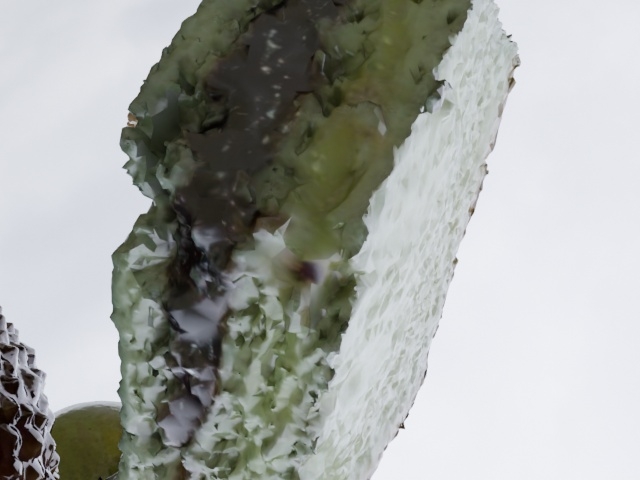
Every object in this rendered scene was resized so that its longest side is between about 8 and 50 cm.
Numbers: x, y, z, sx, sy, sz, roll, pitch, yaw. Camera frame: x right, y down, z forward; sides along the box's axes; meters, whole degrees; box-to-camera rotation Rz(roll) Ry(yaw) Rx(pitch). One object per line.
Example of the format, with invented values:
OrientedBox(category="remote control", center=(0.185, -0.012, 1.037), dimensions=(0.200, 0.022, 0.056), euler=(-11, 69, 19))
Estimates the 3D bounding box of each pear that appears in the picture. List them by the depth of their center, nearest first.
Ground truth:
OrientedBox(category="pear", center=(-0.208, 0.252, 0.799), dimensions=(0.212, 0.212, 0.269), euler=(-49, -175, -30))

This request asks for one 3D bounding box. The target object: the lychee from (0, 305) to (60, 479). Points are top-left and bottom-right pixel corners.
OrientedBox(category="lychee", center=(-0.268, 0.127, 0.517), dimensions=(0.235, 0.236, 0.271), euler=(-22, -152, 12))

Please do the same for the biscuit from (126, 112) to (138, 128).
OrientedBox(category="biscuit", center=(-0.069, -0.135, 0.677), dimensions=(0.162, 0.035, 0.250), euler=(-23, -163, 33))

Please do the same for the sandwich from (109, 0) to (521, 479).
OrientedBox(category="sandwich", center=(0.001, 0.000, 0.484), dimensions=(0.131, 0.325, 0.262), euler=(21, -149, 18))

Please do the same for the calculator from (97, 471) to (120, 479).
OrientedBox(category="calculator", center=(-0.073, 0.256, 0.667), dimensions=(0.161, 0.262, 0.021), euler=(-25, -154, -34))
